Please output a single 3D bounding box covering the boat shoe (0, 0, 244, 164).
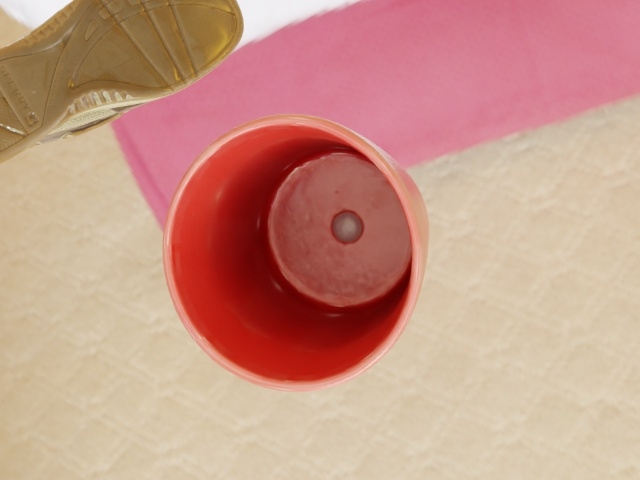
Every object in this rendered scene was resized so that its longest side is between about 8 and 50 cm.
[{"bbox_3d":[-0.235,-0.161,1.381,0.342,0.123,0.123,-33,9,-24],"label":"boat shoe"}]

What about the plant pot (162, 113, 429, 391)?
[{"bbox_3d":[0.000,0.000,1.514,0.275,0.243,0.275,2,97,15],"label":"plant pot"}]
